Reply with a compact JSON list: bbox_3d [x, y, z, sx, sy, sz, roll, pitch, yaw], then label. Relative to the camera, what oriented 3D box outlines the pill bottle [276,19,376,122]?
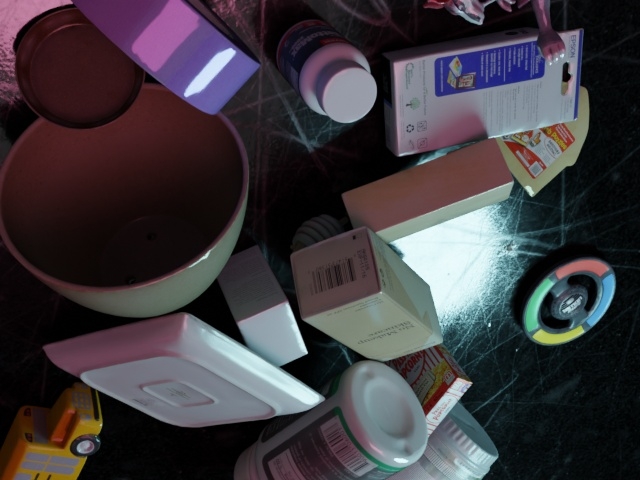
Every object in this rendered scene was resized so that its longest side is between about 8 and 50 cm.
[{"bbox_3d":[0.011,-0.243,1.160,0.108,0.180,0.108,-11,124,-17],"label":"pill bottle"}]

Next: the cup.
[{"bbox_3d":[-0.255,-0.020,1.139,0.331,0.331,0.237,-19,150,-10],"label":"cup"}]

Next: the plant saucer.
[{"bbox_3d":[-0.321,-0.228,1.079,0.168,0.029,0.169,1,85,-9],"label":"plant saucer"}]

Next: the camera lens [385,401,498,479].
[{"bbox_3d":[0.202,0.465,1.671,0.274,0.219,0.219,-45,127,10],"label":"camera lens"}]

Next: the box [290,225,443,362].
[{"bbox_3d":[0.087,0.102,1.370,0.148,0.121,0.311,-22,151,20],"label":"box"}]

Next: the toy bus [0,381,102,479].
[{"bbox_3d":[-0.497,0.401,1.408,0.130,0.108,0.333,18,113,-29],"label":"toy bus"}]

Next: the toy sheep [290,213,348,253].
[{"bbox_3d":[0.000,0.000,1.375,0.132,0.091,0.091,-44,133,-30],"label":"toy sheep"}]

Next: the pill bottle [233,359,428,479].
[{"bbox_3d":[0.008,0.391,1.501,0.204,0.204,0.361,25,131,-33],"label":"pill bottle"}]

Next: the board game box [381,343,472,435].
[{"bbox_3d":[0.193,0.263,1.554,0.045,0.193,0.147,25,108,-33],"label":"board game box"}]

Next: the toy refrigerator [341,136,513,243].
[{"bbox_3d":[0.177,-0.078,1.348,0.269,0.094,0.102,-20,165,3],"label":"toy refrigerator"}]

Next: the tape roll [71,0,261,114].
[{"bbox_3d":[-0.202,-0.281,0.987,0.090,0.275,0.275,-44,127,10],"label":"tape roll"}]

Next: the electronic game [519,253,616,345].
[{"bbox_3d":[0.525,0.128,1.698,0.229,0.048,0.229,-11,124,-16],"label":"electronic game"}]

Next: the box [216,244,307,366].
[{"bbox_3d":[-0.104,0.114,1.348,0.091,0.170,0.130,-24,128,-8],"label":"box"}]

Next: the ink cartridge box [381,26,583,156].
[{"bbox_3d":[0.267,-0.251,1.321,0.332,0.065,0.165,-11,119,-11],"label":"ink cartridge box"}]

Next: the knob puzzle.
[{"bbox_3d":[0.399,-0.204,1.438,0.213,0.030,0.213,-6,113,-14],"label":"knob puzzle"}]

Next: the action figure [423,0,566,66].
[{"bbox_3d":[0.306,-0.428,1.125,0.370,0.248,0.276,-27,126,-8],"label":"action figure"}]

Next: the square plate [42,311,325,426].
[{"bbox_3d":[-0.226,0.235,1.321,0.344,0.049,0.347,-16,141,34],"label":"square plate"}]
